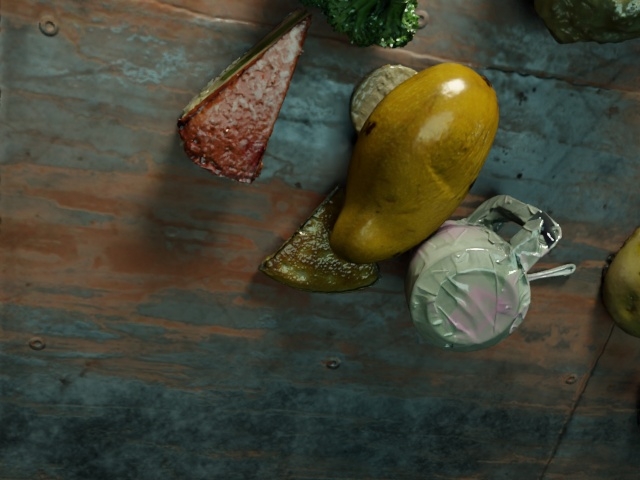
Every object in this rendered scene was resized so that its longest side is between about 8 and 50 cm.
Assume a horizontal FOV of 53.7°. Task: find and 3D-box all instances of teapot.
[{"bbox_3d":[0.205,0.026,0.898,0.164,0.178,0.221,14,114,-10],"label":"teapot"}]

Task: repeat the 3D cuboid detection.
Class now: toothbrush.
[{"bbox_3d":[0.319,0.067,1.022,0.204,0.022,0.017,-12,117,-6],"label":"toothbrush"}]

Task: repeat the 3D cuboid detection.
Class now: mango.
[{"bbox_3d":[0.118,-0.096,0.835,0.177,0.120,0.294,15,122,-32],"label":"mango"}]

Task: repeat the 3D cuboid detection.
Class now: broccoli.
[{"bbox_3d":[0.053,-0.315,0.707,0.196,0.156,0.195,-8,121,-14],"label":"broccoli"}]

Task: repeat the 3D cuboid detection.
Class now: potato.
[{"bbox_3d":[0.545,0.061,1.025,0.138,0.098,0.243,-1,115,-9],"label":"potato"}]

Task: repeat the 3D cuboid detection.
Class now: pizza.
[{"bbox_3d":[0.000,0.000,0.917,0.185,0.036,0.176,-4,114,-7],"label":"pizza"}]

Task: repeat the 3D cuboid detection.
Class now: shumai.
[{"bbox_3d":[0.345,-0.369,0.723,0.256,0.189,0.218,-44,118,5],"label":"shumai"}]

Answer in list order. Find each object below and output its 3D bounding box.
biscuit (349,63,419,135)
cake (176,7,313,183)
[{"bbox_3d":[0.097,-0.180,0.860,0.120,0.015,0.120,-5,117,-9],"label":"biscuit"},{"bbox_3d":[-0.103,-0.191,0.774,0.117,0.086,0.220,13,113,-20],"label":"cake"}]
